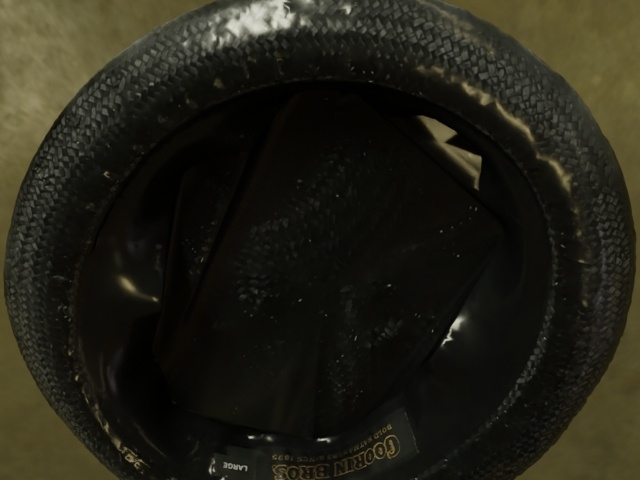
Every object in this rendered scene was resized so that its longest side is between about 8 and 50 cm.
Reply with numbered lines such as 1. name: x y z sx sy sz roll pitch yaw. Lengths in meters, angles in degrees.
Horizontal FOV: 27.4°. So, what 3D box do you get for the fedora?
1. fedora: 0.000 0.000 0.701 0.334 0.152 0.334 3 120 5
